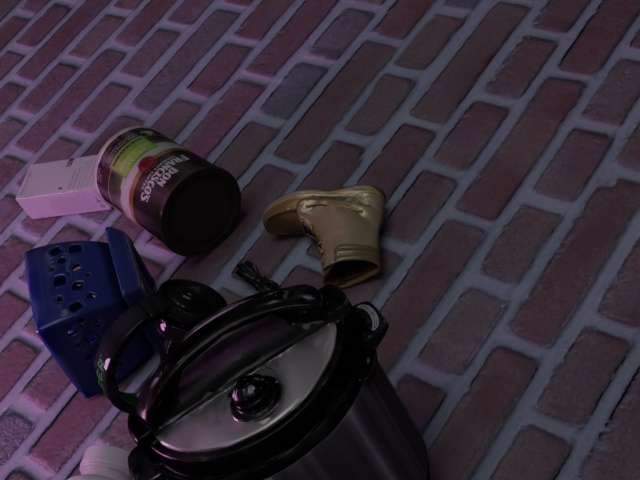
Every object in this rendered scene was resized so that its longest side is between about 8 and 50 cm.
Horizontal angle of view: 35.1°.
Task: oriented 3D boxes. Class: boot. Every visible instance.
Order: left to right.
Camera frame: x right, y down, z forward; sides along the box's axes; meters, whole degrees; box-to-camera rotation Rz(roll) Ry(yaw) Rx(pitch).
[{"bbox_3d":[0.000,0.000,2.001,0.262,0.095,0.203,-7,51,15],"label":"boot"}]

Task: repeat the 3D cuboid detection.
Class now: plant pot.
[{"bbox_3d":[-0.435,0.130,2.010,0.212,0.236,0.236,-24,45,-4],"label":"plant pot"}]

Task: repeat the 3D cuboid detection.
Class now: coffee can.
[{"bbox_3d":[-0.333,-0.110,2.176,0.201,0.201,0.275,-46,47,-15],"label":"coffee can"}]

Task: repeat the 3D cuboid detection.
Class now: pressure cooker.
[{"bbox_3d":[-0.059,0.274,1.530,0.376,0.420,0.370,-6,39,35],"label":"pressure cooker"}]

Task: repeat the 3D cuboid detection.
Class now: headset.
[{"bbox_3d":[-0.250,0.162,1.896,0.394,0.243,0.185,-26,46,-27],"label":"headset"}]

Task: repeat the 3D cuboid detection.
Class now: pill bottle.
[{"bbox_3d":[-0.391,0.495,1.725,0.152,0.152,0.272,-3,52,24],"label":"pill bottle"}]

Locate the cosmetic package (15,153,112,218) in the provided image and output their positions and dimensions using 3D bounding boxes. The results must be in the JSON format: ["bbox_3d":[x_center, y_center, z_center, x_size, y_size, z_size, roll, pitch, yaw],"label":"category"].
[{"bbox_3d":[-0.595,-0.128,2.400,0.231,0.085,0.117,-6,50,20],"label":"cosmetic package"}]
